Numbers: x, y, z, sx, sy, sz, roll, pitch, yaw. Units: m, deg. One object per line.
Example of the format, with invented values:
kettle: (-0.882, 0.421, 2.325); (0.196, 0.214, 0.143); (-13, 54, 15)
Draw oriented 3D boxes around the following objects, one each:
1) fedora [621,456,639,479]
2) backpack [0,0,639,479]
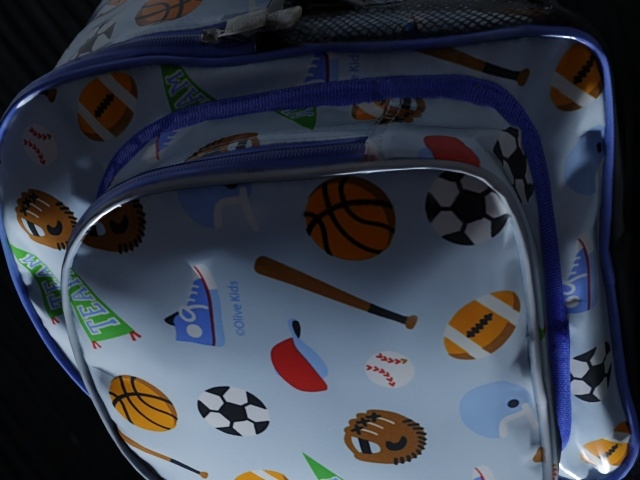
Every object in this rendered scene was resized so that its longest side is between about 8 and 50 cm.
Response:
fedora: (0.206, 0.137, 0.696); (0.334, 0.334, 0.152); (-32, 124, -26)
backpack: (0.000, 0.000, 0.533); (0.213, 0.263, 0.276); (-55, 141, -52)
